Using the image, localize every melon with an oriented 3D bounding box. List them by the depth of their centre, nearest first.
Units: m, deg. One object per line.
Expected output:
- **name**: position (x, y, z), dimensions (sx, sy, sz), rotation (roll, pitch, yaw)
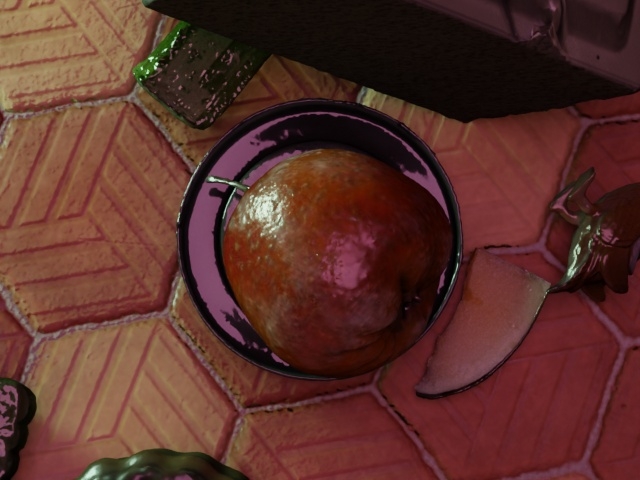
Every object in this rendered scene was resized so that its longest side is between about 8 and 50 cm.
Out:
- **melon**: position (0.180, 0.106, 1.809), dimensions (0.098, 0.054, 0.182), rotation (23, 81, 10)

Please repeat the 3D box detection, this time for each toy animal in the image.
- **toy animal**: position (0.330, 0.014, 1.807), dimensions (0.179, 0.089, 0.188), rotation (40, 69, -7)

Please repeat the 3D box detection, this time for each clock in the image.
- **clock**: position (0.000, 0.001, 1.819), dimensions (0.319, 0.066, 0.318), rotation (0, 81, 1)

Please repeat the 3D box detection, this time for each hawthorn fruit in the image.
- **hawthorn fruit**: position (0.008, 0.017, 1.662), dimensions (0.263, 0.235, 0.231), rotation (26, 54, -11)

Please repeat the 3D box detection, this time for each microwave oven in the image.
- **microwave oven**: position (0.097, -0.304, 1.650), dimensions (0.432, 0.374, 0.236), rotation (16, 79, -29)

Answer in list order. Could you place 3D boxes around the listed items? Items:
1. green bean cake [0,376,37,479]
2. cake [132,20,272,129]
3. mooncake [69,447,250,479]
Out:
- **green bean cake**: position (-0.419, 0.223, 1.770), dimensions (0.183, 0.094, 0.185), rotation (15, 82, 2)
- **cake**: position (-0.103, -0.237, 1.826), dimensions (0.100, 0.099, 0.235), rotation (41, 83, -18)
- **mooncake**: position (-0.177, 0.359, 1.715), dimensions (0.290, 0.161, 0.290), rotation (0, 79, 1)
